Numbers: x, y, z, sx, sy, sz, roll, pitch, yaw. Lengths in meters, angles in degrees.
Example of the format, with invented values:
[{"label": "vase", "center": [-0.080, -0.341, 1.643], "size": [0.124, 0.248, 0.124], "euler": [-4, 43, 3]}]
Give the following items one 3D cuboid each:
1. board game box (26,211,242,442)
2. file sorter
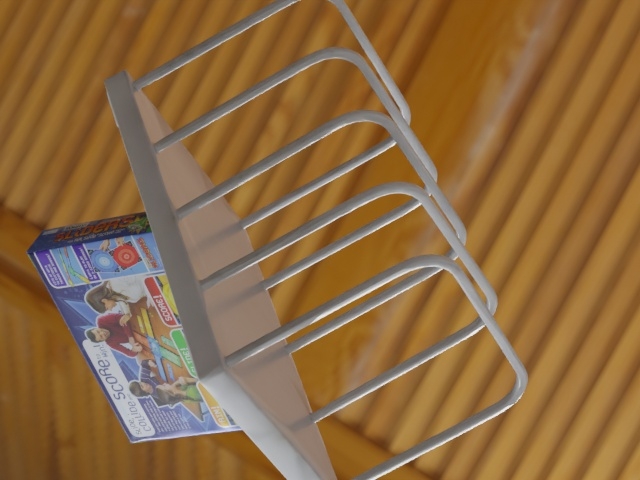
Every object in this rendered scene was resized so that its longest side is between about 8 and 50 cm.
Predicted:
[{"label": "board game box", "center": [-0.135, 0.072, 1.578], "size": [0.201, 0.136, 0.035], "euler": [66, 31, -27]}, {"label": "file sorter", "center": [0.000, 0.000, 1.290], "size": [0.173, 0.278, 0.193], "euler": [-28, 138, 8]}]
